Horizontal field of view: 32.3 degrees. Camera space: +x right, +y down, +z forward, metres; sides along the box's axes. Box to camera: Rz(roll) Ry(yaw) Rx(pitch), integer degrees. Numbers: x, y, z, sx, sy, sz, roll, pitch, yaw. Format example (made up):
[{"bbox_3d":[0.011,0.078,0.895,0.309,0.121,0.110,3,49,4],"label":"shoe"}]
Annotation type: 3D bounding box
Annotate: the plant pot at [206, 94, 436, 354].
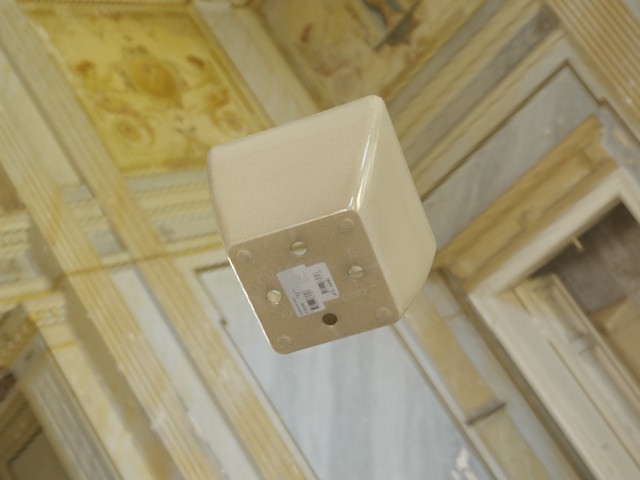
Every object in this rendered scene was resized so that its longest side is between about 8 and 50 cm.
[{"bbox_3d":[0.000,0.000,0.611,0.109,0.109,0.096,-17,27,12],"label":"plant pot"}]
